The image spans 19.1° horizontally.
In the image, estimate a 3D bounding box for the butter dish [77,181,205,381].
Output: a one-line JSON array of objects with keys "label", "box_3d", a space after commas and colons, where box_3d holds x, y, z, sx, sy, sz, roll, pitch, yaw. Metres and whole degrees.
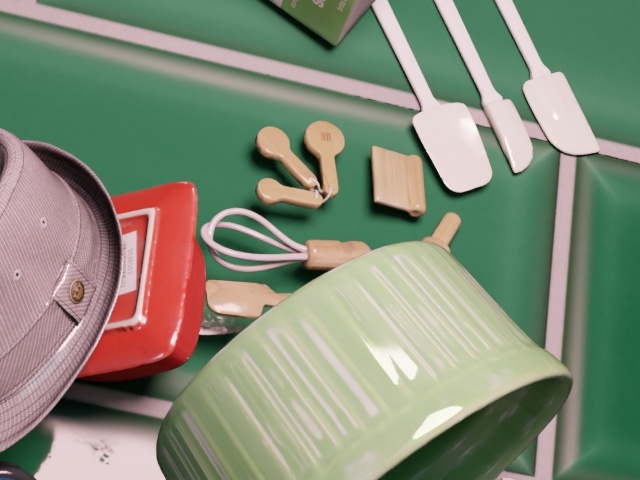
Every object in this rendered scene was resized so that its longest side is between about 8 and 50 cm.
[{"label": "butter dish", "box_3d": [-0.149, 0.053, 1.505, 0.160, 0.118, 0.160, -12, 56, 26]}]

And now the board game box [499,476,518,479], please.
[{"label": "board game box", "box_3d": [0.164, 0.228, 1.486, 0.103, 0.154, 0.026, 14, 65, -9]}]

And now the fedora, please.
[{"label": "fedora", "box_3d": [-0.280, 0.019, 1.422, 0.244, 0.124, 0.275, 18, 66, 28]}]

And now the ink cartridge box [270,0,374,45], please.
[{"label": "ink cartridge box", "box_3d": [-0.032, -0.341, 1.701, 0.278, 0.117, 0.201, 36, 62, 5]}]

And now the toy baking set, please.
[{"label": "toy baking set", "box_3d": [0.006, 0.003, 1.597, 0.197, 0.030, 0.256, 30, 51, -2]}]

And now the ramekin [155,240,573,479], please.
[{"label": "ramekin", "box_3d": [0.024, 0.137, 1.414, 0.303, 0.303, 0.148, -29, 70, -25]}]

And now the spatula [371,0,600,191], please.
[{"label": "spatula", "box_3d": [0.135, -0.165, 1.728, 0.168, 0.019, 0.242, -18, 73, -21]}]

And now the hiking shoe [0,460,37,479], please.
[{"label": "hiking shoe", "box_3d": [-0.203, 0.295, 1.366, 0.113, 0.132, 0.304, -7, 69, -18]}]
